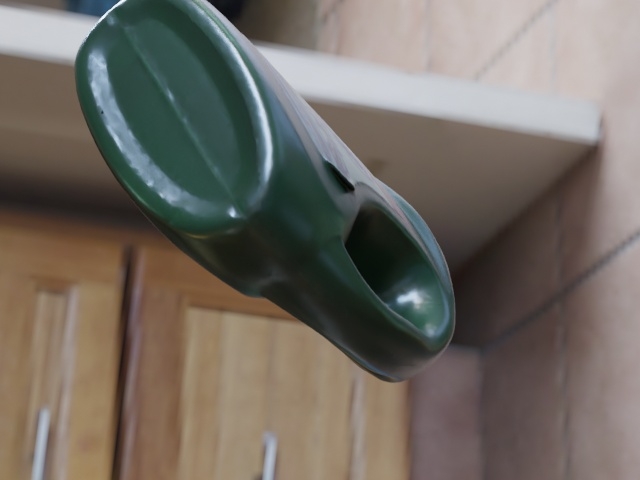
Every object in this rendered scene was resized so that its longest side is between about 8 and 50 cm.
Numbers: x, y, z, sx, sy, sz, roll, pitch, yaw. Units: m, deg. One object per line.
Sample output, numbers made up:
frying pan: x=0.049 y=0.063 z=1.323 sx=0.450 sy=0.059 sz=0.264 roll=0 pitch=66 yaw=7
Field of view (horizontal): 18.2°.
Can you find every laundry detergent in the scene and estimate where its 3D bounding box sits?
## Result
laundry detergent: x=0.000 y=0.000 z=0.728 sx=0.063 sy=0.211 sz=0.137 roll=-41 pitch=52 yaw=5
